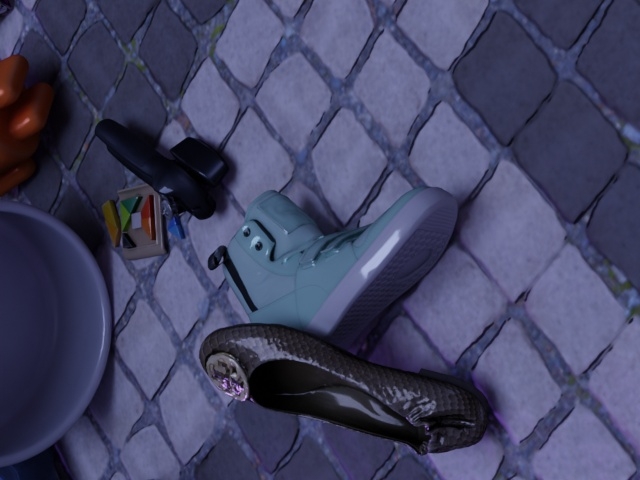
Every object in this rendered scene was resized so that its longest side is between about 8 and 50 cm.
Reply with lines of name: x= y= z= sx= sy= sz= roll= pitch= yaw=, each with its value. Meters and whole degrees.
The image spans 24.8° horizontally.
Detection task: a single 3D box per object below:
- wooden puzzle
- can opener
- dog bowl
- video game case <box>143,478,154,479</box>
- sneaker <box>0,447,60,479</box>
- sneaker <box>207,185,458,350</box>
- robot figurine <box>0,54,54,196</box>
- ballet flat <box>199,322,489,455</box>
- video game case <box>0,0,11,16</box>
wooden puzzle: x=-0.181 y=-0.018 z=1.456 sx=0.116 sy=0.014 sz=0.078 roll=-20 pitch=80 yaw=45
can opener: x=-0.158 y=-0.071 z=1.408 sx=0.186 sy=0.073 sz=0.059 roll=27 pitch=151 yaw=45
dog bowl: x=-0.346 y=0.089 z=1.456 sx=0.104 sy=0.265 sz=0.265 roll=5 pitch=97 yaw=48
video game case: x=-0.309 y=0.333 z=1.402 sx=0.269 sy=0.244 sz=0.061 roll=-38 pitch=72 yaw=21
sneaker: x=-0.436 y=0.272 z=1.527 sx=0.236 sy=0.323 sz=0.130 roll=58 pitch=148 yaw=17
sneaker: x=-0.001 y=0.000 z=1.208 sx=0.256 sy=0.094 sz=0.151 roll=-48 pitch=67 yaw=40
robot figurine: x=-0.390 y=-0.118 z=1.557 sx=0.219 sy=0.158 sz=0.128 roll=-25 pitch=73 yaw=23
ballet flat: x=0.011 y=0.125 z=1.168 sx=0.250 sy=0.058 sz=0.084 roll=13 pitch=139 yaw=18
video game case: x=-0.476 y=-0.306 z=1.660 sx=0.210 sy=0.042 sz=0.232 roll=-30 pitch=70 yaw=17
